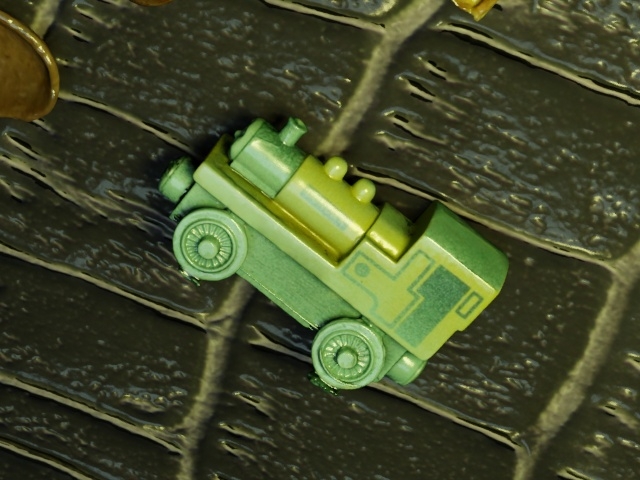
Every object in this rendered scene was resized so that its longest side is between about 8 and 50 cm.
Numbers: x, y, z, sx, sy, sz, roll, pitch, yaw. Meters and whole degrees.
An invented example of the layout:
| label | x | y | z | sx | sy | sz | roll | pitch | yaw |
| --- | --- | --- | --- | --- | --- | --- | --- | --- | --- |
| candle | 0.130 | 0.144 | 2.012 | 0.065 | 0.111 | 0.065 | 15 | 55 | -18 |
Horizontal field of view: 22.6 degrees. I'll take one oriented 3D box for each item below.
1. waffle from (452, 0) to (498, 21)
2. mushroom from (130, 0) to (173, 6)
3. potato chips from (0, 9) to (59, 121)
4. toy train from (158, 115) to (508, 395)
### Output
| label | x | y | z | sx | sy | sz | roll | pitch | yaw |
| --- | --- | --- | --- | --- | --- | --- | --- | --- | --- |
| waffle | 0.168 | -0.343 | 1.570 | 0.160 | 0.055 | 0.211 | 39 | 123 | -8 |
| mushroom | -0.116 | -0.363 | 1.537 | 0.163 | 0.278 | 0.297 | 39 | 106 | 11 |
| potato chips | -0.389 | -0.215 | 1.822 | 0.202 | 0.049 | 0.150 | 11 | 126 | 9 |
| toy train | 0.000 | 0.000 | 1.771 | 0.369 | 0.150 | 0.237 | 38 | 114 | -6 |
